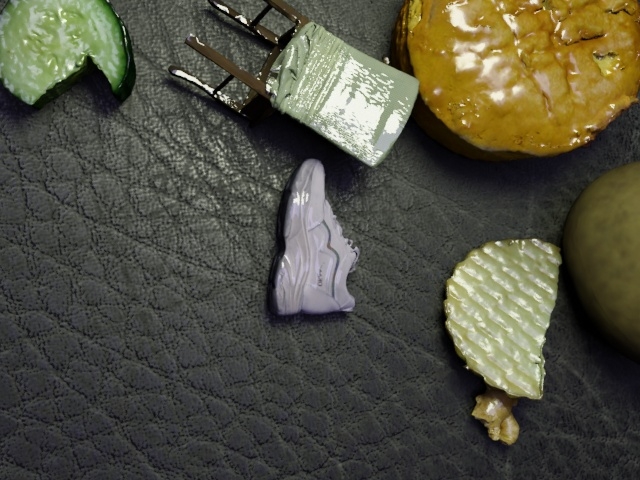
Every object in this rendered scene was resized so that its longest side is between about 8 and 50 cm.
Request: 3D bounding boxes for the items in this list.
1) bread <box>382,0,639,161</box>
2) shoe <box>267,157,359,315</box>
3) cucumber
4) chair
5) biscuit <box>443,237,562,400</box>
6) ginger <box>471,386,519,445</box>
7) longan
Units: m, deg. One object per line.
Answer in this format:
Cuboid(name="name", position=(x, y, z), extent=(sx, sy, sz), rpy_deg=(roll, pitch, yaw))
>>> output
Cuboid(name="bread", position=(0.307, -0.300, 1.142), extent=(0.399, 0.215, 0.397), rpy_deg=(1, 86, -14))
Cuboid(name="shoe", position=(0.000, 0.000, 1.116), extent=(0.138, 0.095, 0.244), rpy_deg=(9, 88, -16))
Cuboid(name="cucumber", position=(-0.361, -0.276, 1.032), extent=(0.191, 0.130, 0.191), rpy_deg=(0, 87, -9))
Cuboid(name="chair", position=(-0.040, -0.240, 1.071), extent=(0.319, 0.186, 0.160), rpy_deg=(29, 79, -17))
Cuboid(name="biscuit", position=(0.286, 0.109, 1.173), extent=(0.187, 0.036, 0.273), rpy_deg=(19, 67, -1))
Cuboid(name="ginger", position=(0.297, 0.214, 1.187), extent=(0.176, 0.052, 0.193), rpy_deg=(-41, 94, -12))
Cuboid(name="longan", position=(0.542, 0.043, 1.152), extent=(0.289, 0.288, 0.350), rpy_deg=(-26, 81, -13))
